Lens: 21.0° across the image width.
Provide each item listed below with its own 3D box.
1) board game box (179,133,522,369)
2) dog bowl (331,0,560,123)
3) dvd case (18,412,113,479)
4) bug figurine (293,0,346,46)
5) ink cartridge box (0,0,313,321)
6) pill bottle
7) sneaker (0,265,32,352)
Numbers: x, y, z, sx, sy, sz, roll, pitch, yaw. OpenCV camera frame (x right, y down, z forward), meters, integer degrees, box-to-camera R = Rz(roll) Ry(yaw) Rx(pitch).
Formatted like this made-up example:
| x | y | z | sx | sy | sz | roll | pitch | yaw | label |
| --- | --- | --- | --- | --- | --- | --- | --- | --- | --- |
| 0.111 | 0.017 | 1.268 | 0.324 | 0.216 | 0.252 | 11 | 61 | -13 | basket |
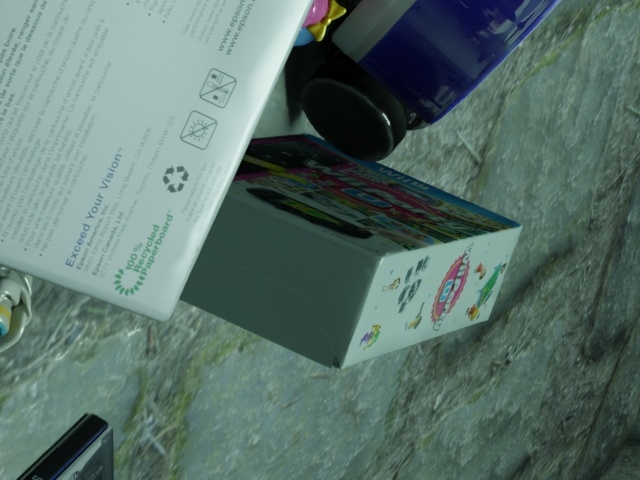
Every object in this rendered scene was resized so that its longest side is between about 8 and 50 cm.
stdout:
| x | y | z | sx | sy | sz | roll | pitch | yaw | label |
| --- | --- | --- | --- | --- | --- | --- | --- | --- | --- |
| 0.000 | 0.000 | 1.374 | 0.303 | 0.224 | 0.097 | -10 | 121 | -64 | board game box |
| 0.133 | -0.217 | 1.313 | 0.265 | 0.104 | 0.265 | -48 | -177 | 4 | dog bowl |
| -0.247 | 0.273 | 1.379 | 0.238 | 0.029 | 0.179 | -44 | 151 | -40 | dvd case |
| 0.026 | -0.227 | 1.243 | 0.279 | 0.072 | 0.216 | -51 | 176 | 21 | bug figurine |
| -0.158 | -0.152 | 0.970 | 0.330 | 0.071 | 0.324 | 24 | 93 | -37 | ink cartridge box |
| 0.081 | -0.174 | 1.497 | 0.219 | 0.123 | 0.123 | -52 | 155 | -29 | pill bottle |
| -0.213 | 0.014 | 1.081 | 0.229 | 0.092 | 0.087 | -57 | 156 | -21 | sneaker |
